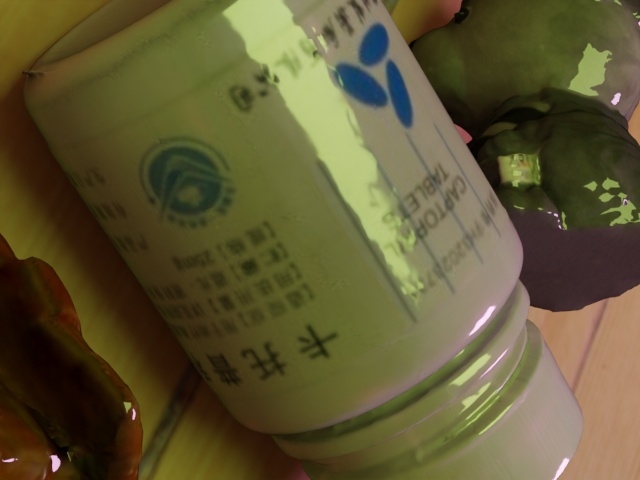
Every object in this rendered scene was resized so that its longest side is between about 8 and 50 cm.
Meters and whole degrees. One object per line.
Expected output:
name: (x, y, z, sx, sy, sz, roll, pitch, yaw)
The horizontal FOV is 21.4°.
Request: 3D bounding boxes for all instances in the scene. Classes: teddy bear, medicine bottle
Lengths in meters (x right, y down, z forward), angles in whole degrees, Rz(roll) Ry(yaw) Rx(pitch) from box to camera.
teddy bear: (0.124, -0.066, 0.996, 0.171, 0.144, 0.251, 76, 12, -51)
medicine bottle: (0.000, 0.000, 0.816, 0.293, 0.170, 0.170, 58, 47, -18)

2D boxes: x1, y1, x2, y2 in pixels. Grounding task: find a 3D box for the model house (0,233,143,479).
model house: (-0.172, 0.093, 0.638, 0.220, 0.199, 0.229, -53, 154, 4)
